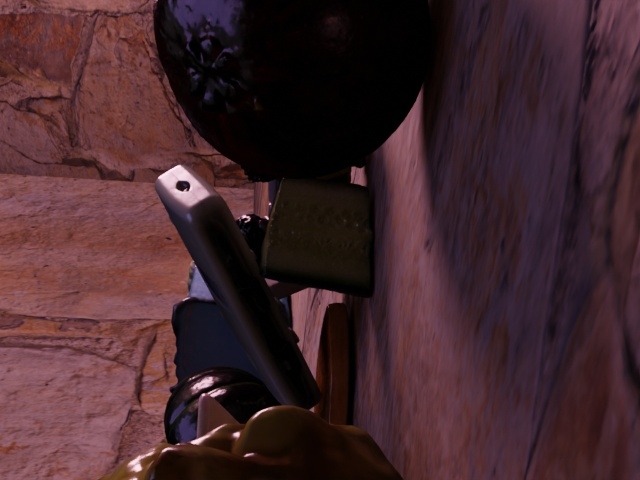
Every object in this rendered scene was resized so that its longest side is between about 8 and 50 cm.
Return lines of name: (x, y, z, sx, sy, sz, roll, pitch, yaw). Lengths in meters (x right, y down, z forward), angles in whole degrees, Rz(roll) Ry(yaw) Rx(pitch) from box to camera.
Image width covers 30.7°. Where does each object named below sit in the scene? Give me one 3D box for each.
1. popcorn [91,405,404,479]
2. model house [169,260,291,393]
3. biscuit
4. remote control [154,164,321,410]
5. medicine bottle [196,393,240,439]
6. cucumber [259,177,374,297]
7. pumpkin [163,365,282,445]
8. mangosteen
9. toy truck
popcorn: (-0.084, 0.272, 0.857, 0.312, 0.312, 0.312, -177, 90, -84)
model house: (-0.163, 0.148, 2.246, 0.303, 0.216, 0.237, -87, 2, -64)
biscuit: (0.014, 0.180, 1.301, 0.142, 0.029, 0.220, 145, 127, -81)
remote control: (-0.083, 0.060, 1.257, 0.140, 0.056, 0.296, 42, 161, 58)
medicine bottle: (-0.113, 0.408, 1.395, 0.235, 0.236, 0.406, 104, 167, -62)
cucumber: (0.000, 0.000, 1.181, 0.062, 0.115, 0.116, 106, 174, -67)
pumpkin: (-0.125, 0.307, 1.794, 0.250, 0.216, 0.249, 51, 157, 32)
mangosteen: (0.001, -0.177, 0.948, 0.261, 0.236, 0.235, -33, -37, -40)
toy truck: (-0.019, -0.038, 1.292, 0.111, 0.136, 0.285, 42, 142, 42)
